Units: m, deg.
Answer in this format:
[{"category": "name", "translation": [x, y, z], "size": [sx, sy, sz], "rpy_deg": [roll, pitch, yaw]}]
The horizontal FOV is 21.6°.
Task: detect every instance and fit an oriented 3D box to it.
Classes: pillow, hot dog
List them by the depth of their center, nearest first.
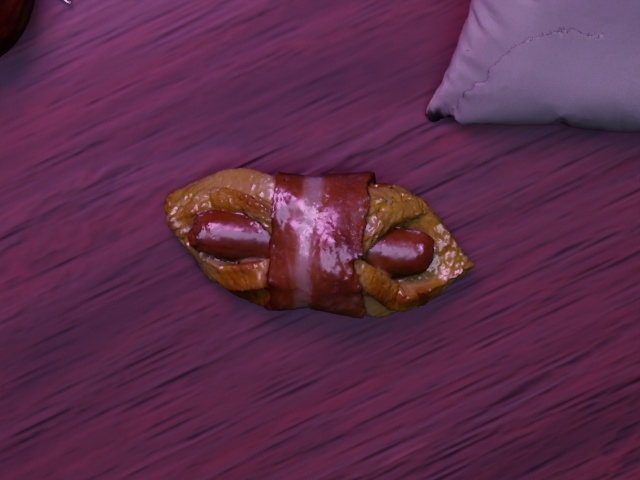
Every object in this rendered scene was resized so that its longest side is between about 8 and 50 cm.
[{"category": "pillow", "translation": [0.262, -0.195, 1.318], "size": [0.310, 0.119, 0.312], "rpy_deg": [4, 135, -7]}, {"category": "hot dog", "translation": [0.001, 0.004, 1.379], "size": [0.261, 0.093, 0.123], "rpy_deg": [2, 97, -4]}]

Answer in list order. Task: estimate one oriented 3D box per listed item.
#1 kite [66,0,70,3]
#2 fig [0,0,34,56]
[{"category": "kite", "translation": [-0.224, -0.284, 1.367], "size": [0.160, 0.010, 0.183], "rpy_deg": [-1, 94, -1]}, {"category": "fig", "translation": [-0.287, -0.218, 1.293], "size": [0.149, 0.148, 0.202], "rpy_deg": [50, 119, 32]}]
